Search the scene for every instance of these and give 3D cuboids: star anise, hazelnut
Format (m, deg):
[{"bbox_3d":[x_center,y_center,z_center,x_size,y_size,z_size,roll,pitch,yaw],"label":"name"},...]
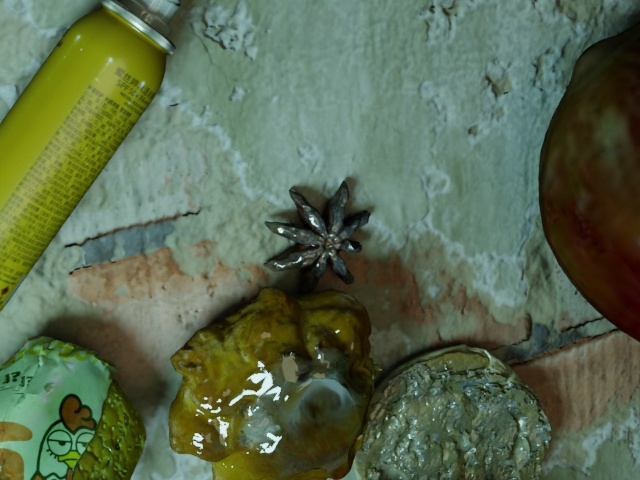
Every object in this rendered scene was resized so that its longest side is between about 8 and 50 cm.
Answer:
[{"bbox_3d":[-0.001,0.000,1.157,0.141,0.042,0.141,-6,106,-20],"label":"star anise"},{"bbox_3d":[0.445,-0.070,1.167,0.421,0.353,0.421,0,77,-1],"label":"hazelnut"}]

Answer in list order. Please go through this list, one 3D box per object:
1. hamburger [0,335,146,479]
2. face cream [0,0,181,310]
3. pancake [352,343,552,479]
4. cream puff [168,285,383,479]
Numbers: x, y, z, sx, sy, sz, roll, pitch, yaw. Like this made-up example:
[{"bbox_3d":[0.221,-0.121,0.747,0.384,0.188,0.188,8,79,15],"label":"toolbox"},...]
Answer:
[{"bbox_3d":[-0.259,0.224,1.038,0.235,0.125,0.214,52,49,-13],"label":"hamburger"},{"bbox_3d":[-0.251,-0.099,0.987,0.105,0.105,0.349,36,91,-27],"label":"face cream"},{"bbox_3d":[0.165,0.259,1.299,0.282,0.049,0.282,-6,107,-20],"label":"pancake"},{"bbox_3d":[-0.044,0.168,1.126,0.241,0.155,0.269,40,90,-26],"label":"cream puff"}]
